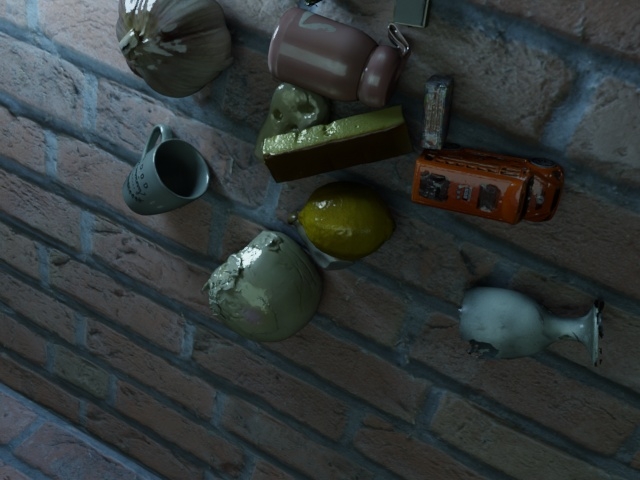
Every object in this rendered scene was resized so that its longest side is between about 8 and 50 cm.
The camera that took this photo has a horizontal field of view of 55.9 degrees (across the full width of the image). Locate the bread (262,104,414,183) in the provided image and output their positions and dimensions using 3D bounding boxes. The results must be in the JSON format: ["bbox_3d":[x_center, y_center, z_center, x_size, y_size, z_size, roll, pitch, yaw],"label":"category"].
[{"bbox_3d":[0.038,-0.231,1.474,0.361,0.077,0.138,-11,156,13],"label":"bread"}]

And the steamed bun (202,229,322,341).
[{"bbox_3d":[-0.169,0.159,1.776,0.312,0.233,0.334,46,127,-2],"label":"steamed bun"}]

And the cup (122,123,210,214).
[{"bbox_3d":[-0.477,-0.207,1.788,0.234,0.186,0.258,-20,76,41],"label":"cup"}]

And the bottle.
[{"bbox_3d":[0.048,-0.430,1.402,0.296,0.173,0.207,24,92,12],"label":"bottle"}]

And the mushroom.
[{"bbox_3d":[0.000,0.000,1.702,0.225,0.093,0.116,51,172,16],"label":"mushroom"}]

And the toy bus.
[{"bbox_3d":[0.386,-0.126,1.404,0.329,0.153,0.143,14,120,19],"label":"toy bus"}]

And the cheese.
[{"bbox_3d":[-0.074,-0.292,1.575,0.159,0.093,0.263,32,126,4],"label":"cheese"}]

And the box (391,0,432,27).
[{"bbox_3d":[0.205,-0.521,1.351,0.079,0.035,0.083,15,121,18],"label":"box"}]

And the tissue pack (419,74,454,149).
[{"bbox_3d":[0.270,-0.297,1.394,0.060,0.109,0.148,10,119,17],"label":"tissue pack"}]

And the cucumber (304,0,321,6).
[{"bbox_3d":[0.032,-0.650,1.347,0.077,0.077,0.265,32,128,8],"label":"cucumber"}]

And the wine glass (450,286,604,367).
[{"bbox_3d":[0.515,0.213,1.505,0.356,0.190,0.191,0,116,23],"label":"wine glass"}]

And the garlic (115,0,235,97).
[{"bbox_3d":[-0.377,-0.527,1.530,0.321,0.241,0.322,1,110,3],"label":"garlic"}]

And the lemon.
[{"bbox_3d":[0.069,-0.052,1.568,0.260,0.204,0.204,9,120,15],"label":"lemon"}]
